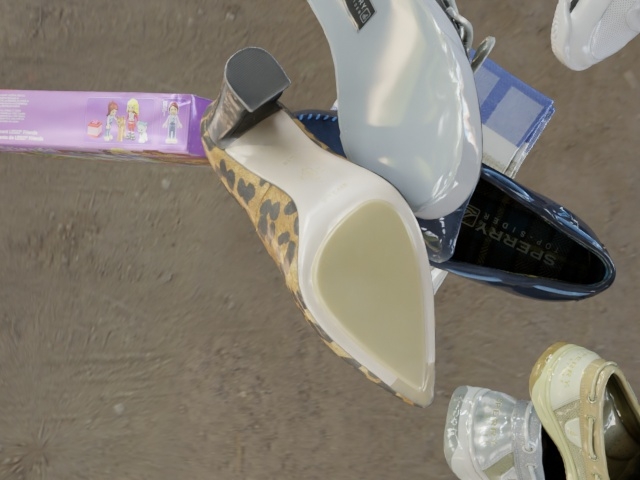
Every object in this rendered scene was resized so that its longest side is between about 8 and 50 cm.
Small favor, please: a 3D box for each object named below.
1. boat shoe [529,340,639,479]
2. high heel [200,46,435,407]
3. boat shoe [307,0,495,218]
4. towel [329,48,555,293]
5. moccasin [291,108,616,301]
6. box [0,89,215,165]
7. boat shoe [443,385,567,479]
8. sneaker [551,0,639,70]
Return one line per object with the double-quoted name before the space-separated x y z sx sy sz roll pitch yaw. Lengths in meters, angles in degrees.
"boat shoe" 0.167 0.120 0.657 0.056 0.048 0.153 -41 119 -23
"high heel" 0.000 0.000 0.835 0.093 0.186 0.261 -28 87 -11
"boat shoe" 0.066 -0.132 0.881 0.105 0.113 0.306 20 34 -39
"towel" 0.094 -0.082 1.282 0.209 0.034 0.285 33 102 2
"moccasin" 0.113 -0.040 1.056 0.342 0.117 0.137 16 90 -12
"box" -0.203 -0.109 1.194 0.293 0.201 0.057 5 90 26
"boat shoe" 0.233 0.234 1.239 0.320 0.103 0.118 44 53 -48
"sneaker" 0.445 -0.300 1.384 0.366 0.137 0.210 -45 53 20
